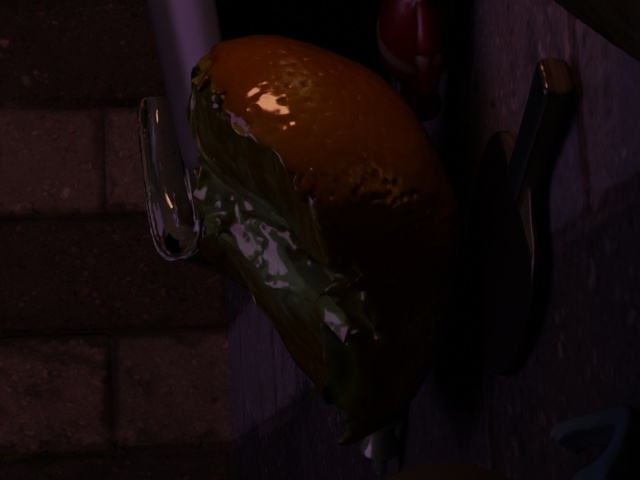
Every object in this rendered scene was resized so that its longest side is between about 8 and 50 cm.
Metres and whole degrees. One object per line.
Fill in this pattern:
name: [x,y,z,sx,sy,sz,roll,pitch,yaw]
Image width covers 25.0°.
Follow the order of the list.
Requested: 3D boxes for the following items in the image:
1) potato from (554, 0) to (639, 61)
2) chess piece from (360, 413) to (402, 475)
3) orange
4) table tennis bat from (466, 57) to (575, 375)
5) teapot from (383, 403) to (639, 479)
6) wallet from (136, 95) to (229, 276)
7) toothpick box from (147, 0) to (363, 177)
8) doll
potato: [0.100,-0.204,0.693,0.269,0.112,0.255,47,-171,5]
chess piece: [0.055,0.161,1.357,0.059,0.059,0.149,-106,12,-57]
orange: [0.010,-0.003,1.139,0.262,0.196,0.334,-116,18,-61]
table tennis bat: [0.131,-0.018,0.971,0.274,0.021,0.154,97,168,-53]
teapot: [0.107,0.187,0.774,0.203,0.171,0.225,-62,8,-18]
wallet: [-0.096,-0.049,1.677,0.309,0.077,0.223,24,-131,-61]
toothpick box: [-0.067,-0.182,1.483,0.229,0.229,0.316,-151,50,-79]
doll: [0.077,-0.205,1.109,0.245,0.076,0.142,94,169,-49]
